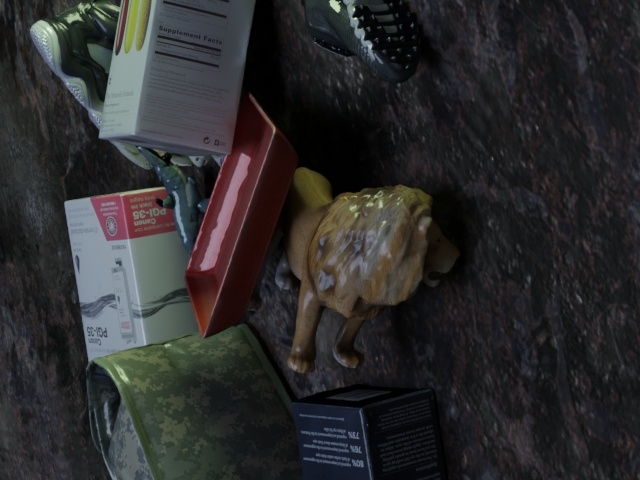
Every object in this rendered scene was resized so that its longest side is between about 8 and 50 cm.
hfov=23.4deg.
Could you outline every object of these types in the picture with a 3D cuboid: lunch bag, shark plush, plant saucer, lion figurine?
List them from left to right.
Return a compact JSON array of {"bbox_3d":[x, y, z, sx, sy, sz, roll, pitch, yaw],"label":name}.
[{"bbox_3d":[-0.195,-0.062,2.110,0.073,0.067,0.161,11,134,50],"label":"shark plush"},{"bbox_3d":[-0.159,0.258,2.033,0.287,0.235,0.169,66,148,19],"label":"lunch bag"},{"bbox_3d":[-0.093,-0.032,1.857,0.259,0.048,0.258,-124,52,-71],"label":"plant saucer"},{"bbox_3d":[0.000,0.000,1.814,0.392,0.142,0.240,38,121,51],"label":"lion figurine"}]

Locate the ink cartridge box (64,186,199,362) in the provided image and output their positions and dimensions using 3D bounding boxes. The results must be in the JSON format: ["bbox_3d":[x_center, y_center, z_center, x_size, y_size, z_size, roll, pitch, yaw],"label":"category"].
[{"bbox_3d":[-0.260,0.069,2.240,0.207,0.117,0.283,-4,95,57],"label":"ink cartridge box"}]

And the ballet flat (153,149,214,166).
[{"bbox_3d":[-0.175,-0.135,2.116,0.206,0.073,0.067,8,128,60],"label":"ballet flat"}]

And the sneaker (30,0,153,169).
[{"bbox_3d":[-0.278,-0.235,2.199,0.268,0.153,0.101,53,174,-24],"label":"sneaker"}]

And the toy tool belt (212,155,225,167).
[{"bbox_3d":[-0.109,-0.095,2.039,0.083,0.052,0.051,55,171,37],"label":"toy tool belt"}]

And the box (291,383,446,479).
[{"bbox_3d":[0.063,0.281,1.821,0.153,0.108,0.207,-3,97,57],"label":"box"}]

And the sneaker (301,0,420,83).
[{"bbox_3d":[0.040,-0.242,1.743,0.234,0.078,0.106,59,145,34],"label":"sneaker"}]

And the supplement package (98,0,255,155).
[{"bbox_3d":[-0.178,-0.237,1.944,0.139,0.134,0.244,3,83,63],"label":"supplement package"}]
